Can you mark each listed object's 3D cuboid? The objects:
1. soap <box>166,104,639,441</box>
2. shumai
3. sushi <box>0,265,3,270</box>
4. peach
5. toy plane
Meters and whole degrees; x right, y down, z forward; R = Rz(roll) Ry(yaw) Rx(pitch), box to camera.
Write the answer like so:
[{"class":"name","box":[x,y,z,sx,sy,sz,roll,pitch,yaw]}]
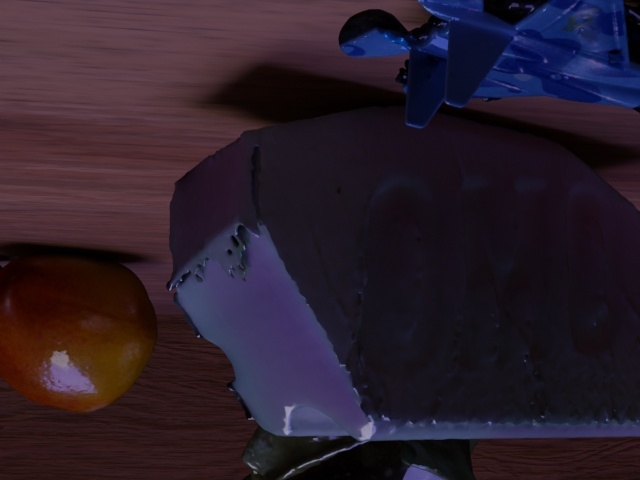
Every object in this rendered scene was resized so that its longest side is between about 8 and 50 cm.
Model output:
[{"class":"soap","box":[0.103,0.036,0.710,0.447,0.261,0.156,8,169,-29]},{"class":"shumai","box":[0.037,0.174,0.956,0.395,0.348,0.395,13,146,9]},{"class":"sushi","box":[-0.688,0.096,1.566,0.225,0.136,0.126,6,169,14]},{"class":"peach","box":[-0.455,0.158,1.482,0.289,0.288,0.308,-4,175,28]},{"class":"toy plane","box":[0.143,-0.102,0.453,0.247,0.078,0.169,-2,173,-22]}]
